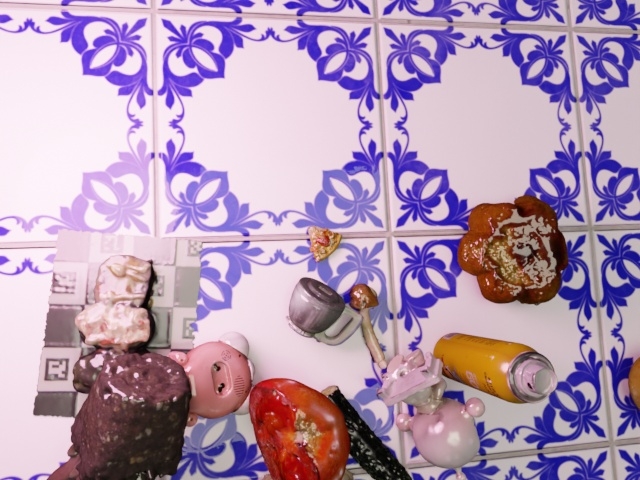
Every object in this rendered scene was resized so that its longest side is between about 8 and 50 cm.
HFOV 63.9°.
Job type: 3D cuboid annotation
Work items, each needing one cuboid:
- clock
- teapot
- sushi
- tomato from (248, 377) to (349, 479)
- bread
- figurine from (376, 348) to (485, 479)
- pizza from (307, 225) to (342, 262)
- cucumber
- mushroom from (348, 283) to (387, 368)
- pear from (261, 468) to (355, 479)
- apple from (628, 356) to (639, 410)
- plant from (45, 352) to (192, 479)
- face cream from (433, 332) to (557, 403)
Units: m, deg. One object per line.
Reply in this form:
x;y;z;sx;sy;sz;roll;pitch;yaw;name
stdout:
-0.200;0.270;1.000;0.162;0.092;0.166;-9;85;-32;clock
-0.004;0.149;1.063;0.149;0.111;0.108;20;110;-36;teapot
-0.390;0.166;0.986;0.296;0.100;0.373;6;83;-9;sushi
-0.028;0.358;0.956;0.139;0.200;0.233;-12;75;-37;tomato
0.420;0.029;1.120;0.232;0.135;0.247;-11;88;3;bread
0.236;0.353;1.028;0.182;0.144;0.257;-35;93;7;figurine
0.000;0.000;1.107;0.078;0.025;0.083;42;80;-5;pizza
0.092;0.424;1.054;0.072;0.072;0.300;-39;91;-11;cucumber
0.110;0.180;1.096;0.061;0.060;0.187;-19;96;-26;mushroom
-0.031;0.562;0.959;0.267;0.267;0.178;-18;107;-11;pear
0.785;0.329;1.138;0.182;0.155;0.182;2;82;-11;apple
-0.348;0.362;0.890;0.194;0.181;0.321;12;105;-33;plant
0.325;0.238;0.971;0.105;0.348;0.105;1;84;-10;face cream
